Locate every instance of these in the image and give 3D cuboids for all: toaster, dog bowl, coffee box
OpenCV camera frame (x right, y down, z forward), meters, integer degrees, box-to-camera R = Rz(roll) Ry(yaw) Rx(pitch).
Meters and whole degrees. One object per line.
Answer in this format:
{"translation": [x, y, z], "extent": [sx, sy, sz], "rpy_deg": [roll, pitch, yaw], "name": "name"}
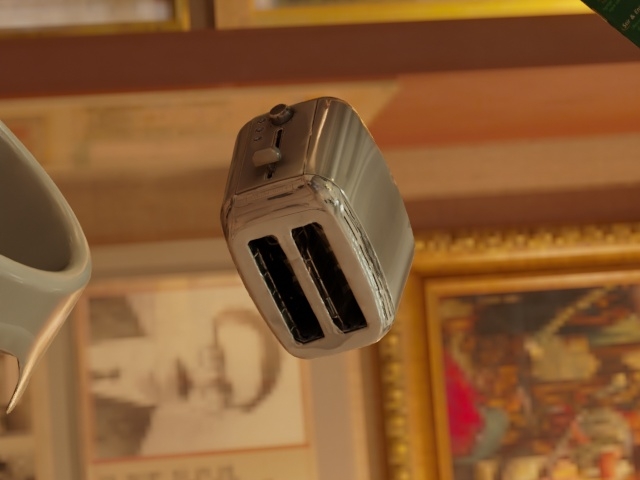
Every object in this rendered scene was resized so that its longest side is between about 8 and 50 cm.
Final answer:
{"translation": [0.000, 0.000, 1.548], "extent": [0.146, 0.129, 0.227], "rpy_deg": [-73, 144, -56], "name": "toaster"}
{"translation": [-0.288, -0.045, 1.130], "extent": [0.102, 0.349, 0.349], "rpy_deg": [-46, -159, 9], "name": "dog bowl"}
{"translation": [0.228, -0.224, 1.524], "extent": [0.040, 0.184, 0.113], "rpy_deg": [-51, 174, 14], "name": "coffee box"}
